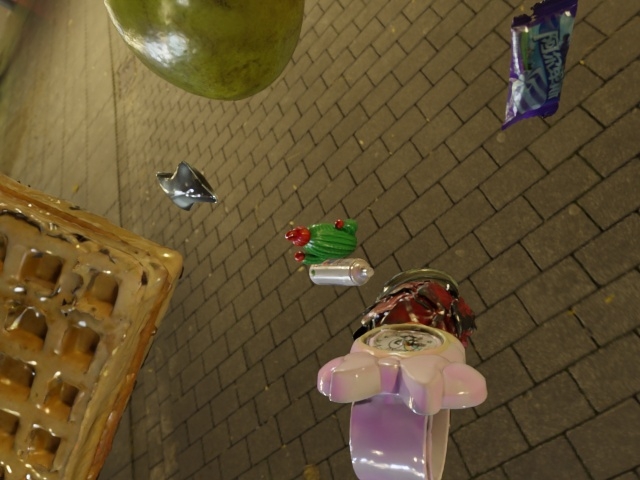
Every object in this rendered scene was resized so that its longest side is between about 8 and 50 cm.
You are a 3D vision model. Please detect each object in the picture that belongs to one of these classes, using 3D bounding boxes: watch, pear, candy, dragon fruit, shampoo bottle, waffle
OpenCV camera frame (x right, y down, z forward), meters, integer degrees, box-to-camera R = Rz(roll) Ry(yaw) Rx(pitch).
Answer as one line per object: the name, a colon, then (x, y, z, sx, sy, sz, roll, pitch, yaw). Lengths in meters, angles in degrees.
watch: (0.124, 0.244, 0.662, 0.211, 0.248, 0.217, 0, 98, 22)
pear: (-0.188, -0.412, 0.781, 0.413, 0.352, 0.352, 170, 122, -85)
candy: (0.436, -0.345, 0.960, 0.145, 0.275, 0.070, -26, 48, -8)
dragon fruit: (0.177, 0.156, 0.859, 0.188, 0.182, 0.182, -49, 43, -12)
shampoo bottle: (0.074, 0.106, 1.596, 0.303, 0.092, 0.092, -7, 66, 60)
waffle: (-0.323, 0.139, 0.504, 0.114, 0.261, 0.376, -73, 5, -81)

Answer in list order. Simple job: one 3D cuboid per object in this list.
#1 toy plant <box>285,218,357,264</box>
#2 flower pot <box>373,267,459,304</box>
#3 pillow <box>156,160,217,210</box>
toy plant: (0.002, 0.008, 1.344, 0.088, 0.240, 0.154, 56, 147, 34)
flower pot: (0.261, 0.195, 1.222, 0.235, 0.235, 0.140, -41, 33, 23)
pillow: (-0.250, -0.098, 0.885, 0.136, 0.055, 0.091, -2, 106, 51)
